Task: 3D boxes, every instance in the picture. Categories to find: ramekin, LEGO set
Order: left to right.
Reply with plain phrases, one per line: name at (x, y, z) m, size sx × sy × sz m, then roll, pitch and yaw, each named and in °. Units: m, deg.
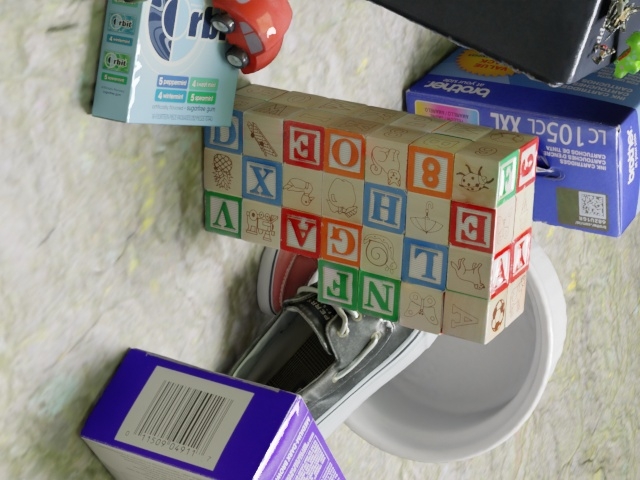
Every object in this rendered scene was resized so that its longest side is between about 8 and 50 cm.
ramekin at (0.131, 0.088, 1.657) m, size 0.135 × 0.277 × 0.277 m, roll -19°, pitch 119°, yaw -66°
LEGO set at (0.271, -0.202, 1.426) m, size 0.054 × 0.023 × 0.083 m, roll -22°, pitch 149°, yaw -53°

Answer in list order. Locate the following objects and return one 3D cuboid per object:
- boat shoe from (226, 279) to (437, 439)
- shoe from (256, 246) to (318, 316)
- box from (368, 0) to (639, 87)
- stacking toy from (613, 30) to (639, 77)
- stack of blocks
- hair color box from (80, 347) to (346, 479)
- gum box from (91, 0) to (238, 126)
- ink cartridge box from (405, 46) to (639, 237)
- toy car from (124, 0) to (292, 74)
boat shoe at (0.017, 0.094, 1.523) m, size 0.335 × 0.121 × 0.119 m, roll -52°, pitch 145°, yaw 4°
shoe at (0.000, 0.000, 1.570) m, size 0.063 × 0.081 × 0.178 m, roll 40°, pitch 68°, yaw -58°
box at (0.296, -0.465, 1.569) m, size 0.471 × 0.297 × 0.480 m, roll -30°, pitch 142°, yaw -54°
stacking toy at (0.363, -0.267, 1.469) m, size 0.167 × 0.052 × 0.221 m, roll -45°, pitch 172°, yaw -29°
stack of blocks at (0.040, -0.030, 1.403) m, size 0.087 × 0.297 × 0.171 m, roll -32°, pitch 130°, yaw -54°
hair color box at (-0.068, 0.250, 1.455) m, size 0.110 × 0.185 × 0.339 m, roll -60°, pitch 148°, yaw -28°
gum box at (-0.120, -0.191, 1.314) m, size 0.157 × 0.041 × 0.184 m, roll -4°, pitch 105°, yaw -60°
ink cartridge box at (0.279, -0.147, 1.799) m, size 0.395 × 0.270 × 0.151 m, roll -44°, pitch 136°, yaw -44°
toy car at (-0.088, -0.234, 1.253) m, size 0.225 × 0.053 × 0.239 m, roll -29°, pitch 126°, yaw -53°
